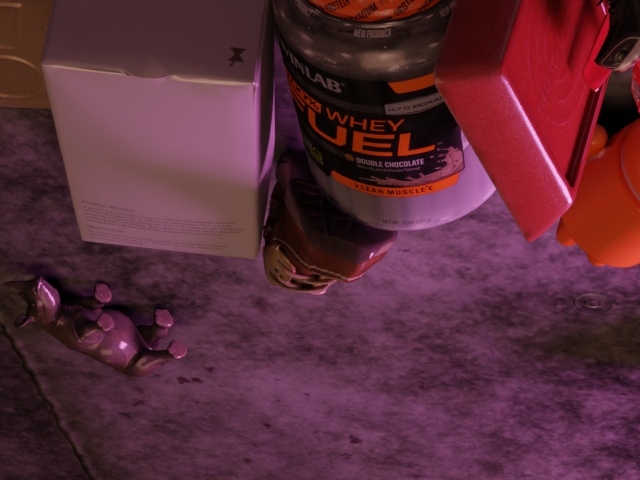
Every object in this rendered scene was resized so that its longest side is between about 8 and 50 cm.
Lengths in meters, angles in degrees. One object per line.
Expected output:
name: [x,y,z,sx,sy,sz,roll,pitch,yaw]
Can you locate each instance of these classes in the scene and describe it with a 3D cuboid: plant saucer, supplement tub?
plant saucer: [0.194,-0.169,1.596,0.048,0.258,0.259,4,150,29]
supplement tub: [0.068,-0.176,1.672,0.207,0.207,0.338,2,148,11]

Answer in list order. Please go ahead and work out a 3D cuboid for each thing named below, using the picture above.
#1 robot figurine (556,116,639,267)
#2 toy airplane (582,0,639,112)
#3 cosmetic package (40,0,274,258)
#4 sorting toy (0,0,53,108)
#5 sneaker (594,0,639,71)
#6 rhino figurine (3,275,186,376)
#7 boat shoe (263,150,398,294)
robot figurine: [0.329,-0.054,1.883,0.128,0.158,0.219,-20,167,-37]
toy airplane: [0.280,-0.174,1.665,0.028,0.151,0.151,6,152,33]
cosmetic package: [-0.144,-0.129,1.768,0.197,0.155,0.365,7,154,0]
sorting toy: [-0.327,-0.204,1.890,0.307,0.041,0.229,3,153,9]
sneaker: [0.273,-0.233,1.596,0.077,0.178,0.072,25,178,-3]
rhino figurine: [-0.297,0.106,2.349,0.243,0.073,0.106,25,142,-23]
boat shoe: [0.000,0.000,1.894,0.122,0.120,0.324,20,-169,-7]
